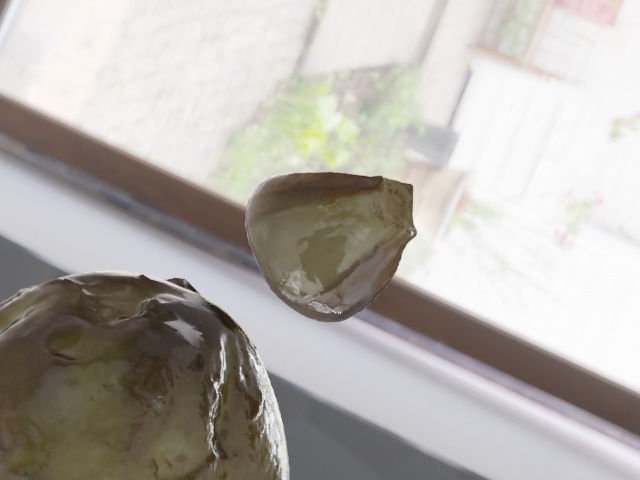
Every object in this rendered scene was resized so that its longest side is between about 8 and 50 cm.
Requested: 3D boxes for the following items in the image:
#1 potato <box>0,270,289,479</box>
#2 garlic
[{"bbox_3d":[-0.124,0.135,0.916,0.237,0.301,0.289,-60,180,10],"label":"potato"},{"bbox_3d":[-0.006,-0.007,1.166,0.207,0.115,0.128,-143,-104,-79],"label":"garlic"}]
